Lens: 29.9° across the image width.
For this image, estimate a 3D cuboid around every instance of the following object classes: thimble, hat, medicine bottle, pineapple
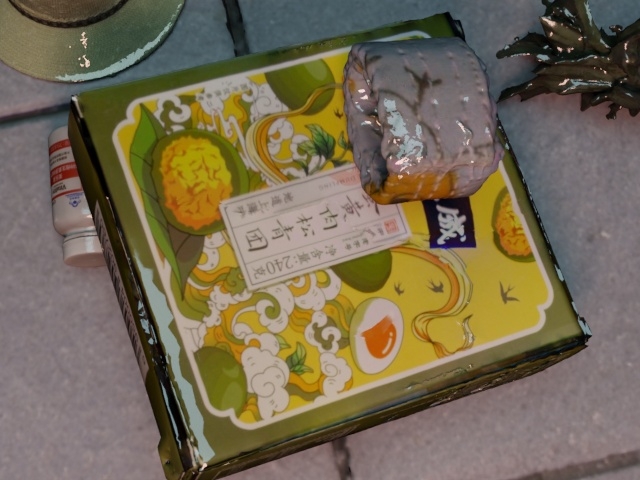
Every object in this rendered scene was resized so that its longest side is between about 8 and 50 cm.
[{"bbox_3d":[0.092,-0.111,1.093,0.117,0.127,0.151,-7,74,-15],"label":"thimble"},{"bbox_3d":[-0.273,-0.312,1.294,0.257,0.130,0.257,0,75,-2],"label":"hat"},{"bbox_3d":[-0.241,-0.047,1.251,0.079,0.079,0.140,-5,76,-3],"label":"medicine bottle"},{"bbox_3d":[0.366,-0.185,1.262,0.364,0.165,0.166,9,75,2],"label":"pineapple"}]

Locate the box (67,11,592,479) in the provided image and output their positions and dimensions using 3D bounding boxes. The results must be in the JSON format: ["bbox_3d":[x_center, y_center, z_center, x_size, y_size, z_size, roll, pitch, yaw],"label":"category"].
[{"bbox_3d":[0.000,0.000,1.173,0.420,0.138,0.373,-15,74,-19],"label":"box"}]
